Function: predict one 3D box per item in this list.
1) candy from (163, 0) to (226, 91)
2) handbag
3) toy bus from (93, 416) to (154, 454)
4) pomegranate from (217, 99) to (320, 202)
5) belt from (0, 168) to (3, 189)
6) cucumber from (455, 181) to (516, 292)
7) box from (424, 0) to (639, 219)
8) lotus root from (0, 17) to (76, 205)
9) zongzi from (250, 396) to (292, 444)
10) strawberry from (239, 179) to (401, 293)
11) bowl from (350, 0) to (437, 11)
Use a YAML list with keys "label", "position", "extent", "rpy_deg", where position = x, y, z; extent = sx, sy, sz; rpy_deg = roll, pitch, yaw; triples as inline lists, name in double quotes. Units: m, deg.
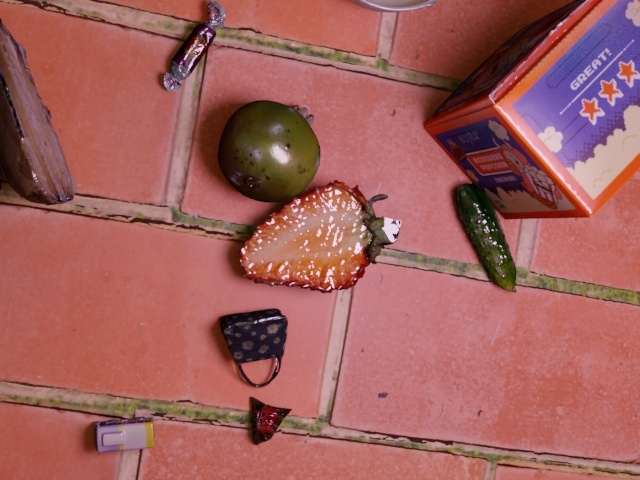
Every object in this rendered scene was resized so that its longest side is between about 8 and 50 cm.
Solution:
- label: "candy"
  position: [-0.220, -0.334, 1.624]
  extent: [0.045, 0.043, 0.175]
  rpy_deg: [35, 87, -12]
- label: "handbag"
  position: [-0.113, 0.192, 1.646]
  extent: [0.115, 0.072, 0.139]
  rpy_deg: [-8, 105, -14]
- label: "toy bus"
  position: [-0.335, 0.333, 1.598]
  extent: [0.102, 0.058, 0.052]
  rpy_deg: [-2, 91, -12]
- label: "pomegranate"
  position: [-0.076, -0.166, 1.602]
  extent: [0.180, 0.180, 0.210]
  rpy_deg: [43, 53, -9]
- label: "belt"
  position: [-0.658, -0.140, 1.489]
  extent: [0.260, 0.122, 0.325]
  rpy_deg: [-43, 93, -5]
- label: "cucumber"
  position: [0.310, -0.002, 1.728]
  extent: [0.069, 0.069, 0.227]
  rpy_deg: [-26, 98, -10]
- label: "box"
  position: [0.407, -0.231, 1.600]
  extent: [0.318, 0.348, 0.257]
  rpy_deg: [-43, 98, -7]
- label: "lotus root"
  position: [-0.500, -0.204, 1.515]
  extent: [0.078, 0.167, 0.329]
  rpy_deg: [-20, 88, 4]
- label: "zongzi"
  position: [-0.103, 0.311, 1.659]
  extent: [0.073, 0.067, 0.083]
  rpy_deg: [36, 65, 1]
- label: "strawberry"
  position: [0.000, 0.000, 1.648]
  extent: [0.286, 0.106, 0.188]
  rpy_deg: [-14, 89, 1]
- label: "bowl"
  position: [0.112, -0.524, 1.639]
  extent: [0.277, 0.145, 0.277]
  rpy_deg: [0, 92, -13]
